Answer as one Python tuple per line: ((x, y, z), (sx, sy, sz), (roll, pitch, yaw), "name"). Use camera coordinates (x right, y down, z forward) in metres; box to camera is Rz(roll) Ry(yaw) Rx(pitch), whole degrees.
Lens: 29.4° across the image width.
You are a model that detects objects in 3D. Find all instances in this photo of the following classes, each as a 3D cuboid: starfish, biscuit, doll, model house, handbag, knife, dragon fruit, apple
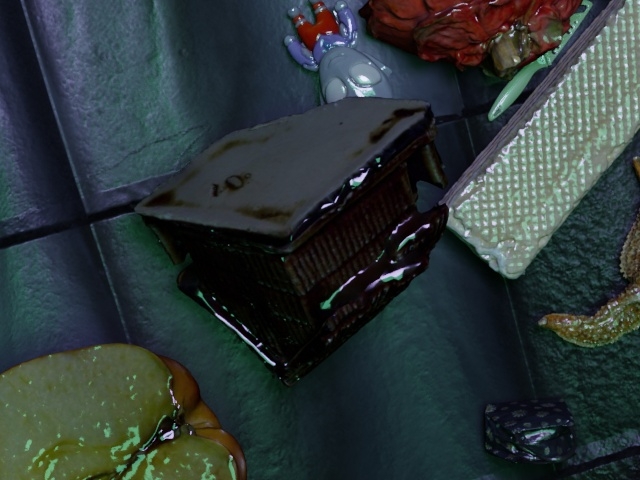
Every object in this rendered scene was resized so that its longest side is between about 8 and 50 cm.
((0.478, 0.044, 1.597), (0.301, 0.084, 0.293), (25, 92, -4), "starfish")
((0.330, -0.148, 1.569), (0.144, 0.078, 0.426), (41, 89, -8), "biscuit")
((0.037, -0.204, 1.534), (0.102, 0.075, 0.227), (-30, 86, 13), "doll")
((0.000, 0.000, 1.499), (0.317, 0.297, 0.282), (-42, 129, -17), "model house")
((0.279, 0.259, 1.558), (0.115, 0.139, 0.072), (-3, 102, -8), "handbag")
((0.287, -0.234, 1.590), (0.030, 0.014, 0.207), (39, 88, -6), "knife")
((0.219, -0.304, 1.474), (0.317, 0.152, 0.205), (-42, 97, 11), "dragon fruit")
((-0.272, 0.305, 1.428), (0.365, 0.295, 0.329), (-37, 123, -6), "apple")
